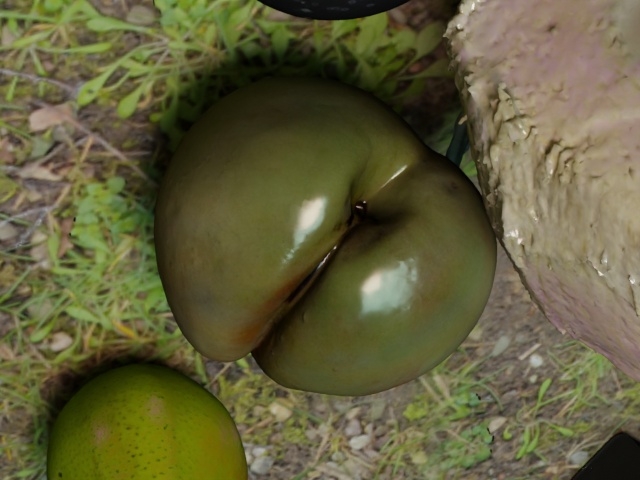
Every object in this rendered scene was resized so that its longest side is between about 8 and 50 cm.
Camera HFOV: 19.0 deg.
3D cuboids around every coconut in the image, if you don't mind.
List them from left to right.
[{"bbox_3d":[0.312,-0.073,1.514,0.405,0.404,0.404,-10,124,-16],"label":"coconut"}]

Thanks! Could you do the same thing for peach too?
[{"bbox_3d":[0.001,0.001,1.606,0.292,0.292,0.247,33,69,-34],"label":"peach"}]

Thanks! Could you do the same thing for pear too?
[{"bbox_3d":[-0.152,0.214,1.704,0.187,0.219,0.187,-10,127,-14],"label":"pear"}]

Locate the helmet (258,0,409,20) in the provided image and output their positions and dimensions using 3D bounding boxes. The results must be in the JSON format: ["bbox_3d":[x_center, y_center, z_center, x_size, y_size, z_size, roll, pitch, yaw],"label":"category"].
[{"bbox_3d":[0.032,-0.273,1.509,0.279,0.160,0.230,-5,120,-18],"label":"helmet"}]

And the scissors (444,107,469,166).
[{"bbox_3d":[0.163,-0.203,1.630,0.256,0.029,0.383,-43,151,-43],"label":"scissors"}]

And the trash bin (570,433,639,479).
[{"bbox_3d":[0.360,0.327,2.047,0.225,0.115,0.165,36,102,-33],"label":"trash bin"}]
